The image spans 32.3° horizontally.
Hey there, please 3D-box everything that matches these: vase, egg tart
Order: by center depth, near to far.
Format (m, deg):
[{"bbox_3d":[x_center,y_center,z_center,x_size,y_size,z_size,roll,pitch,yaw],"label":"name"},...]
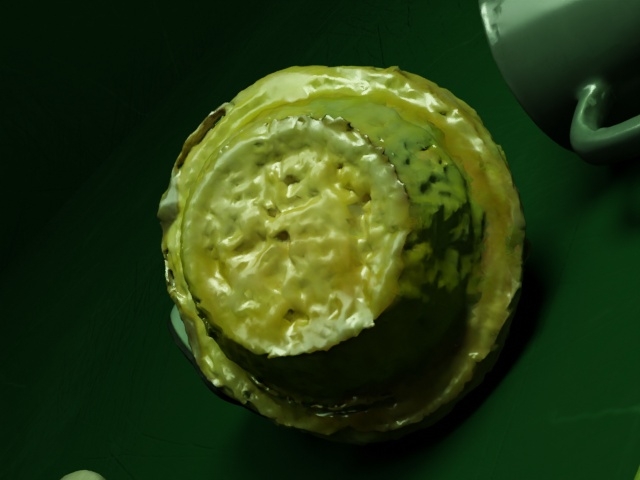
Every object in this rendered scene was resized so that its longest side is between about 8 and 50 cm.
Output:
[{"bbox_3d":[0.252,-0.168,0.719,0.301,0.156,0.251,-26,36,39],"label":"vase"},{"bbox_3d":[0.000,0.000,0.763,0.288,0.288,0.118,-47,-23,11],"label":"egg tart"}]

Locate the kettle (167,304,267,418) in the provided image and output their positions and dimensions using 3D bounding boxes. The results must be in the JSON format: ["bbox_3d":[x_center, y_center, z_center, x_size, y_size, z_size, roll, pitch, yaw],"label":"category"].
[{"bbox_3d":[-0.007,0.023,0.933,0.236,0.161,0.221,-51,5,7],"label":"kettle"}]

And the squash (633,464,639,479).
[{"bbox_3d":[0.200,0.059,0.402,0.247,0.132,0.132,-57,19,-23],"label":"squash"}]

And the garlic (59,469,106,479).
[{"bbox_3d":[-0.251,0.276,1.135,0.084,0.066,0.152,-44,21,26],"label":"garlic"}]
